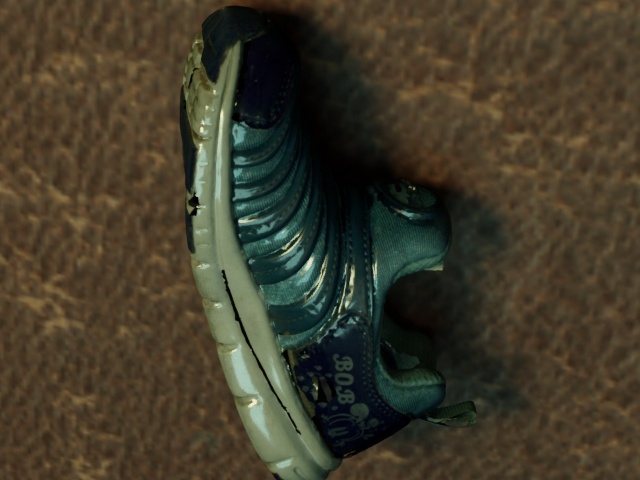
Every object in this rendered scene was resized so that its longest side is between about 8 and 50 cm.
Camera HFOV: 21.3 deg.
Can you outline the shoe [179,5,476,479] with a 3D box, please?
[{"bbox_3d":[0.000,0.000,0.690,0.106,0.091,0.207,-18,115,2],"label":"shoe"}]
